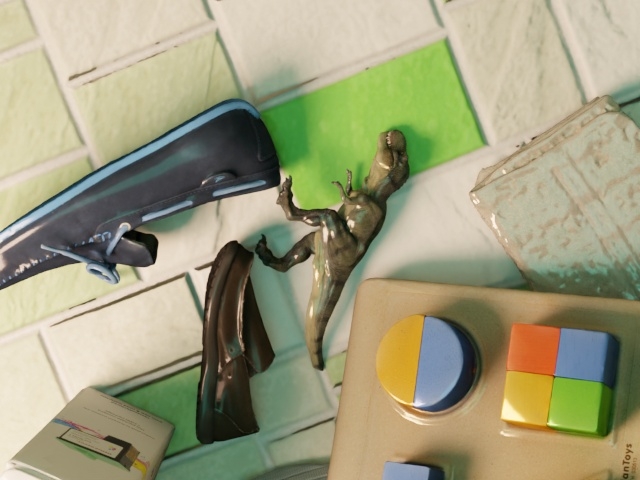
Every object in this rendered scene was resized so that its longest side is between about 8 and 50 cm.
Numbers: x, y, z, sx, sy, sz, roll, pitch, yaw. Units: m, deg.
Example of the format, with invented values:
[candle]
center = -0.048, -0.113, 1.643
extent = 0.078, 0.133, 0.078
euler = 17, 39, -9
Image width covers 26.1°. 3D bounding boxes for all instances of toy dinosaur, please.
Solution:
[toy dinosaur]
center = 0.000, 0.000, 1.433
extent = 0.118, 0.064, 0.268
euler = 22, 102, -6

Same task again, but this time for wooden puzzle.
[wooden puzzle]
center = 0.154, 0.200, 1.319
extent = 0.348, 0.080, 0.322
euler = 3, 79, 29

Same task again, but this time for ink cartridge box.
[ink cartridge box]
center = -0.255, 0.287, 1.379
extent = 0.117, 0.278, 0.201
euler = 23, 99, 1

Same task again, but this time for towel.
[towel]
center = 0.297, 0.009, 1.417
extent = 0.187, 0.049, 0.282
euler = -33, 95, 9

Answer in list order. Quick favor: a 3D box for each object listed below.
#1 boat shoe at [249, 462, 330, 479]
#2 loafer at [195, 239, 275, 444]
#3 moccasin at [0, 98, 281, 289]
[boat shoe]
center = -0.060, 0.301, 1.477
extent = 0.226, 0.083, 0.076
euler = -13, 120, 8
[loafer]
center = -0.086, 0.107, 1.451
extent = 0.078, 0.080, 0.220
euler = 5, 103, -6
[moccasin]
center = -0.199, -0.020, 1.407
extent = 0.342, 0.138, 0.117
euler = -28, 99, 8
